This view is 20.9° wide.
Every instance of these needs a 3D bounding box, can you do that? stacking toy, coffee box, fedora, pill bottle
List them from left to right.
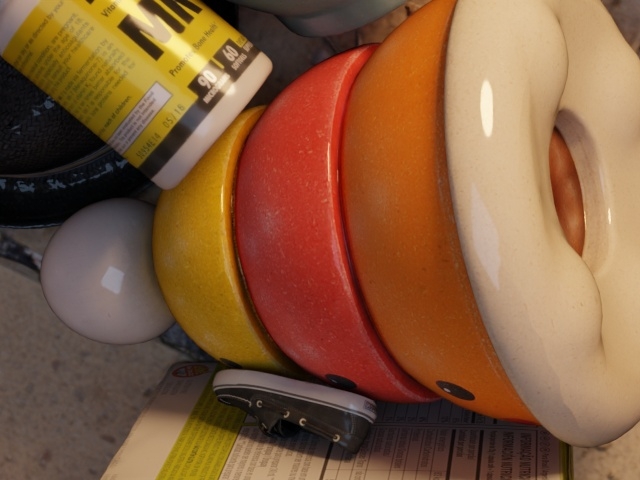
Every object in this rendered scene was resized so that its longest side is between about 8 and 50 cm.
[{"bbox_3d":[-0.231,-0.150,1.321,0.334,0.152,0.334,2,104,6],"label":"fedora"},{"bbox_3d":[-0.146,-0.142,1.182,0.208,0.119,0.119,39,105,-7],"label":"pill bottle"},{"bbox_3d":[0.000,0.000,1.299,0.480,0.350,0.350,-11,103,29],"label":"stacking toy"},{"bbox_3d":[0.024,0.302,1.302,0.335,0.338,0.337,-1,105,7],"label":"coffee box"}]

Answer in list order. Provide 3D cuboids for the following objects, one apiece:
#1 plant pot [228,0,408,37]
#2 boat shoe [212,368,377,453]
[{"bbox_3d":[-0.004,-0.269,1.217,0.293,0.293,0.196,-30,119,13],"label":"plant pot"},{"bbox_3d":[-0.025,0.122,1.243,0.142,0.049,0.040,6,70,38],"label":"boat shoe"}]
